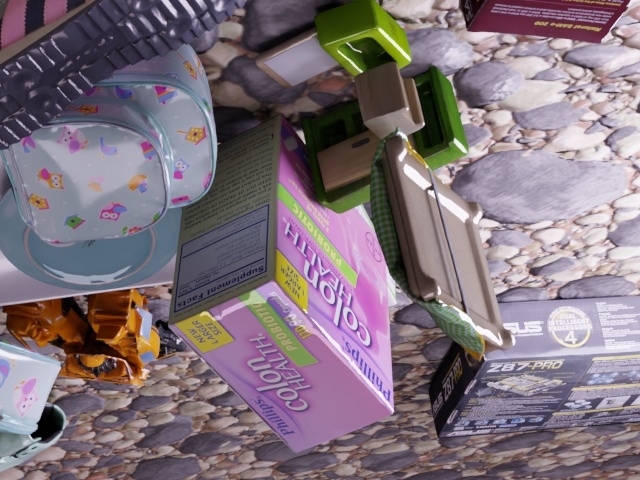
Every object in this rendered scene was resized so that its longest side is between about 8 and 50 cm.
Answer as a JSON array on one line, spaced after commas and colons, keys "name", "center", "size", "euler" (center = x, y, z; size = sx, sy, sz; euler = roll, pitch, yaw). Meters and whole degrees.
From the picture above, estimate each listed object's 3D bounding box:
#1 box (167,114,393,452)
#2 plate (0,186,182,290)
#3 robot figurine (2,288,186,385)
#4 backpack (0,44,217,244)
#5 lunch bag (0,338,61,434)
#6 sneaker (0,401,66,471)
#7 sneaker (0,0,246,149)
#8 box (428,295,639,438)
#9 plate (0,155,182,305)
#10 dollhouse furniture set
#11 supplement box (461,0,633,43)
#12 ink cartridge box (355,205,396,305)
[{"name": "box", "center": [-0.032, 0.040, 1.346], "size": [0.117, 0.243, 0.213], "euler": [-24, 127, 21]}, {"name": "plate", "center": [-0.227, -0.005, 1.347], "size": [0.188, 0.024, 0.188], "euler": [-5, 139, -4]}, {"name": "robot figurine", "center": [-0.275, 0.111, 1.627], "size": [0.211, 0.085, 0.291], "euler": [6, 162, 4]}, {"name": "backpack", "center": [-0.181, -0.090, 1.180], "size": [0.188, 0.144, 0.166], "euler": [-13, 132, -7]}, {"name": "lunch bag", "center": [-0.435, 0.130, 1.515], "size": [0.279, 0.108, 0.224], "euler": [16, 169, 36]}, {"name": "sneaker", "center": [-0.476, 0.284, 1.900], "size": [0.256, 0.094, 0.151], "euler": [-20, 172, -45]}, {"name": "sneaker", "center": [-0.189, -0.196, 1.073], "size": [0.319, 0.131, 0.112], "euler": [-30, 151, -7]}, {"name": "box", "center": [0.381, 0.186, 1.991], "size": [0.395, 0.097, 0.318], "euler": [-3, 155, -9]}, {"name": "plate", "center": [-0.278, -0.046, 1.346], "size": [0.278, 0.045, 0.277], "euler": [-7, 137, 0]}, {"name": "dollhouse furniture set", "center": [0.045, -0.031, 1.227], "size": [0.151, 0.301, 0.197], "euler": [-22, 153, 21]}, {"name": "supplement box", "center": [0.212, -0.256, 1.080], "size": [0.130, 0.073, 0.239], "euler": [3, 151, -18]}, {"name": "ink cartridge box", "center": [0.000, 0.000, 1.523], "size": [0.109, 0.062, 0.209], "euler": [-15, 134, 16]}]
